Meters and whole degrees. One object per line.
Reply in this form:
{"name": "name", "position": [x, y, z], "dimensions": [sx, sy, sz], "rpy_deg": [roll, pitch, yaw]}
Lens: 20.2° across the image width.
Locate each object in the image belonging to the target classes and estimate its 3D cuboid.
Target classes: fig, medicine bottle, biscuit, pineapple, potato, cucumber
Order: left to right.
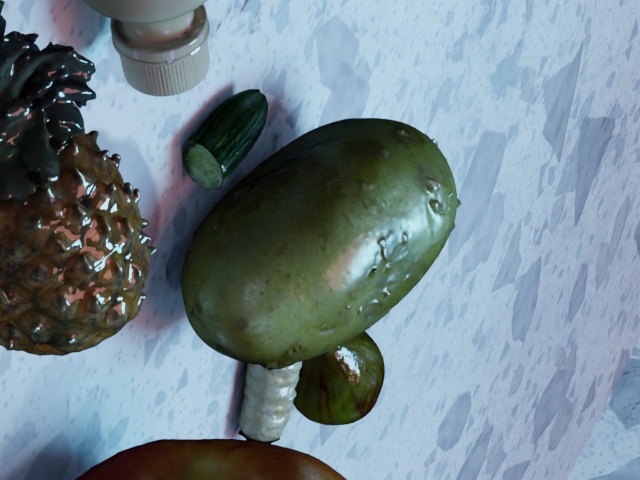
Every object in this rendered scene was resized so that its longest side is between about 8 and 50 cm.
{"name": "pineapple", "position": [-0.211, -0.061, 1.172], "dimensions": [0.170, 0.141, 0.310], "rpy_deg": [-32, 135, -20]}
{"name": "medicine bottle", "position": [-0.123, -0.213, 1.256], "dimensions": [0.114, 0.114, 0.252], "rpy_deg": [-54, 153, -35]}
{"name": "cucumber", "position": [-0.078, -0.092, 1.552], "dimensions": [0.105, 0.048, 0.048], "rpy_deg": [-55, 153, -38]}
{"name": "biscuit", "position": [-0.043, 0.104, 1.781], "dimensions": [0.061, 0.055, 0.219], "rpy_deg": [-16, 123, -51]}
{"name": "potato", "position": [0.000, 0.000, 1.615], "dimensions": [0.307, 0.210, 0.173], "rpy_deg": [-41, 118, -38]}
{"name": "fig", "position": [0.013, 0.132, 1.872], "dimensions": [0.155, 0.103, 0.109], "rpy_deg": [66, 25, -71]}

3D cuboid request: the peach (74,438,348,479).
{"name": "peach", "position": [-0.093, 0.327, 1.491], "dimensions": [0.335, 0.310, 0.406], "rpy_deg": [-22, 149, -12]}
